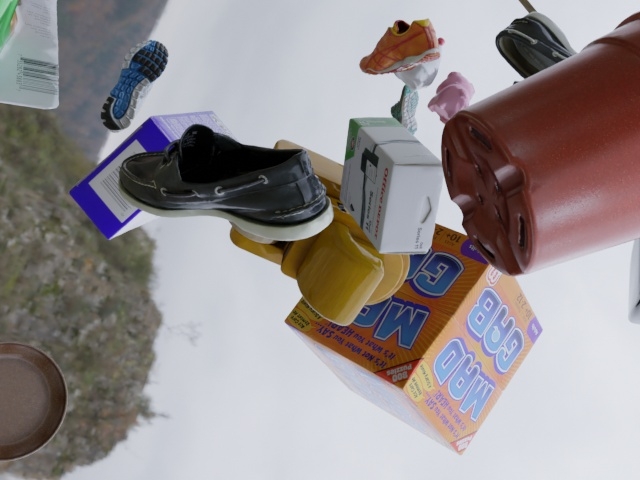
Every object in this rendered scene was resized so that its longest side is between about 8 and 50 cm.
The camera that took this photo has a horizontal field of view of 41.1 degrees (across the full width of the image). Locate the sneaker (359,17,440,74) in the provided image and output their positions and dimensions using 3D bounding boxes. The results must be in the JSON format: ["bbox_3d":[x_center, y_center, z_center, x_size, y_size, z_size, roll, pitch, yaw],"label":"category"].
[{"bbox_3d":[0.109,-0.269,1.189,0.175,0.064,0.067,-4,-80,61],"label":"sneaker"}]

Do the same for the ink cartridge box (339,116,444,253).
[{"bbox_3d":[0.107,-0.090,1.345,0.208,0.087,0.153,-123,-144,-59],"label":"ink cartridge box"}]

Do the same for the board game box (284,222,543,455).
[{"bbox_3d":[0.216,0.190,1.919,0.356,0.356,0.356,25,-109,42],"label":"board game box"}]

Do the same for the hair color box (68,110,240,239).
[{"bbox_3d":[-0.263,-0.122,1.447,0.185,0.110,0.339,-39,-179,13],"label":"hair color box"}]

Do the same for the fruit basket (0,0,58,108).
[{"bbox_3d":[-0.415,-0.258,0.809,0.165,0.327,0.353,-59,-146,28],"label":"fruit basket"}]

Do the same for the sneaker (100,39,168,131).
[{"bbox_3d":[-0.341,-0.277,1.550,0.191,0.071,0.083,-61,-171,-12],"label":"sneaker"}]

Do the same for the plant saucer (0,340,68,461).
[{"bbox_3d":[-0.531,0.270,1.441,0.036,0.198,0.199,-20,-128,64],"label":"plant saucer"}]

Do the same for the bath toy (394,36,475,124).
[{"bbox_3d":[0.311,-0.309,1.893,0.129,0.348,0.151,-48,-166,-5],"label":"bath toy"}]

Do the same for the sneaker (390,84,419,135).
[{"bbox_3d":[0.220,-0.355,2.311,0.076,0.065,0.166,32,-39,31],"label":"sneaker"}]

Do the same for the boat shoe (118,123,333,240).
[{"bbox_3d":[-0.139,-0.091,1.082,0.340,0.113,0.127,18,-137,38],"label":"boat shoe"}]

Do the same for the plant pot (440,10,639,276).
[{"bbox_3d":[0.302,-0.096,0.994,0.272,0.265,0.272,158,-90,-77],"label":"plant pot"}]

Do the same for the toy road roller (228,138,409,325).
[{"bbox_3d":[0.000,0.000,1.492,0.202,0.329,0.240,-59,-167,29],"label":"toy road roller"}]

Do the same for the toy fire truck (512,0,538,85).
[{"bbox_3d":[0.441,-0.355,1.701,0.217,0.158,0.246,25,78,-73],"label":"toy fire truck"}]

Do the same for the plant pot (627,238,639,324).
[{"bbox_3d":[0.676,0.082,1.622,0.167,0.187,0.188,92,9,-62],"label":"plant pot"}]

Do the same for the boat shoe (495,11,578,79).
[{"bbox_3d":[0.433,-0.279,1.509,0.302,0.091,0.114,47,-26,26],"label":"boat shoe"}]
